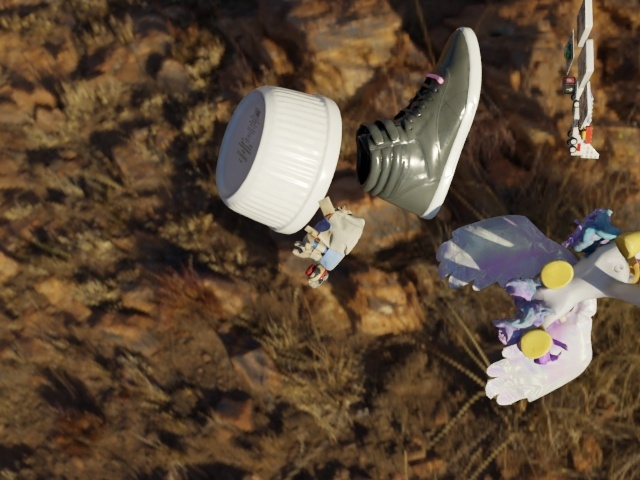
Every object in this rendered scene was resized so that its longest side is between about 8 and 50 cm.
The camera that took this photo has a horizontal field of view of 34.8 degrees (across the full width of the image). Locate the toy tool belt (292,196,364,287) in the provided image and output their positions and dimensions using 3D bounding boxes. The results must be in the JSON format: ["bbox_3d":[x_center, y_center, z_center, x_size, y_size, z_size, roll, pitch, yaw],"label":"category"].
[{"bbox_3d":[0.000,0.000,0.971,0.051,0.083,0.052,37,27,-7],"label":"toy tool belt"}]

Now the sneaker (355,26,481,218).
[{"bbox_3d":[0.140,-0.185,1.534,0.146,0.296,0.104,11,12,-19],"label":"sneaker"}]

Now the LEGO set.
[{"bbox_3d":[0.407,-0.237,1.560,0.060,0.244,0.183,1,77,5],"label":"LEGO set"}]

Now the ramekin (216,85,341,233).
[{"bbox_3d":[-0.067,-0.121,1.454,0.109,0.207,0.207,17,51,-24],"label":"ramekin"}]

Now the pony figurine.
[{"bbox_3d":[0.363,0.081,1.547,0.351,0.363,0.303,-24,88,14],"label":"pony figurine"}]
